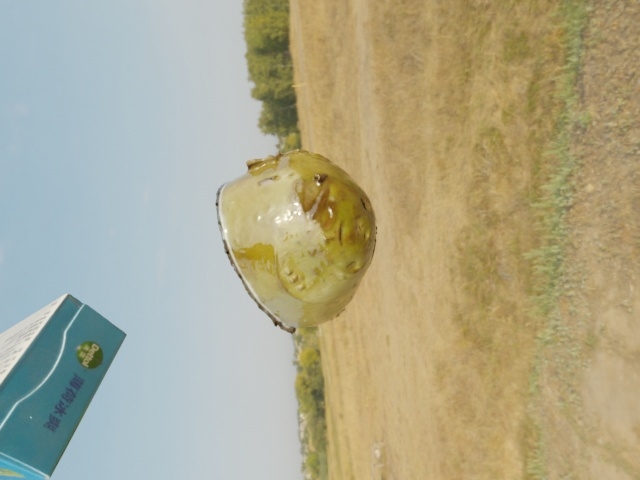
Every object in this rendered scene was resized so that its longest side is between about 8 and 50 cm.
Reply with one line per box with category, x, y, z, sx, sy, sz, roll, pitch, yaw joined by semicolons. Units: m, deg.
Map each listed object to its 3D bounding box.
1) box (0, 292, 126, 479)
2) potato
box;-0.286;0.147;0.408;0.073;0.194;0.139;48;-150;-29
potato;0.000;0.000;0.706;0.299;0.196;0.247;44;-148;-62
